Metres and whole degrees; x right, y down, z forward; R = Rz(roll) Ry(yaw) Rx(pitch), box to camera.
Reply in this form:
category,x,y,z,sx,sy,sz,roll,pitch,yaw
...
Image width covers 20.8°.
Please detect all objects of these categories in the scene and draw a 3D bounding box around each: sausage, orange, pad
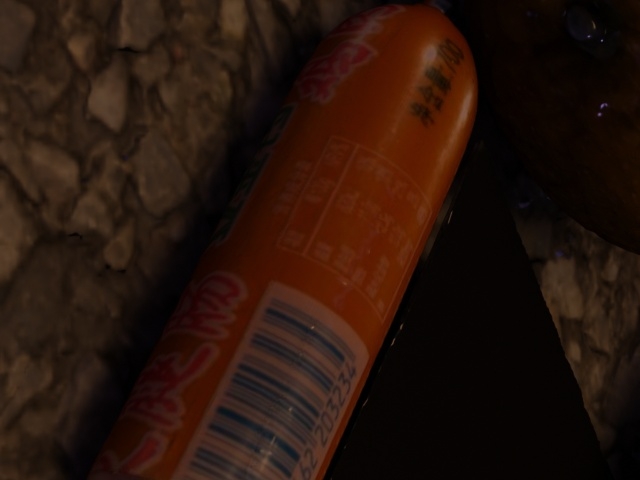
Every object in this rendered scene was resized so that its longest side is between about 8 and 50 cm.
category,x,y,z,sx,sy,sz,roll,pitch,yaw
sausage,0.000,0.000,0.791,0.093,0.093,0.312,50,52,-36
orange,0.243,-0.135,0.913,0.357,0.322,0.322,-14,98,-44
pad,0.090,0.161,0.890,0.248,0.007,0.367,-64,146,-30
